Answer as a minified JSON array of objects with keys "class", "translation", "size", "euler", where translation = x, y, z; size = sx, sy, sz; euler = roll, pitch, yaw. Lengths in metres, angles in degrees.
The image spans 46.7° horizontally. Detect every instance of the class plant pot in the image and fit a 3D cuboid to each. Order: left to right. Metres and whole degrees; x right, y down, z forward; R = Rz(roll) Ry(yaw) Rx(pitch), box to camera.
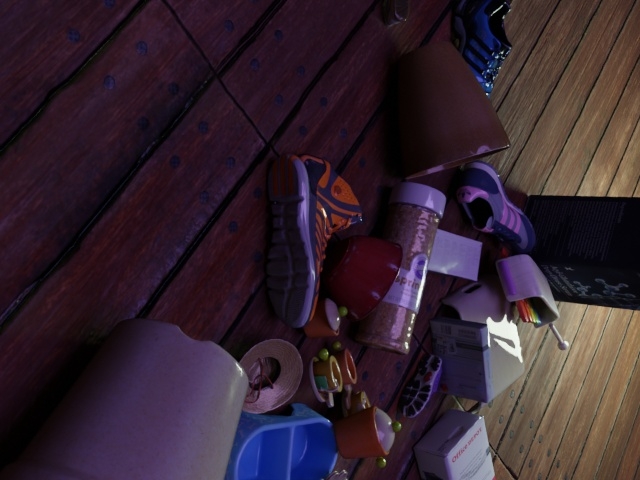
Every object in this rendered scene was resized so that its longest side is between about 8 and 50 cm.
[{"class":"plant pot","translation":[-0.254,0.291,1.039],"size":[0.334,0.334,0.305],"euler":[50,48,-37]},{"class":"plant pot","translation":[0.260,-0.286,1.600],"size":[0.237,0.237,0.254],"euler":[-15,88,-45]}]

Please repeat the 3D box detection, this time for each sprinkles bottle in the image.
[{"class":"sprinkles bottle","translation":[0.171,0.059,1.583],"size":[0.121,0.121,0.355],"euler":[26,75,-45]}]

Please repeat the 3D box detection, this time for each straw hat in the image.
[{"class":"straw hat","translation":[-0.109,0.237,1.344],"size":[0.144,0.061,0.144],"euler":[-7,104,-29]}]

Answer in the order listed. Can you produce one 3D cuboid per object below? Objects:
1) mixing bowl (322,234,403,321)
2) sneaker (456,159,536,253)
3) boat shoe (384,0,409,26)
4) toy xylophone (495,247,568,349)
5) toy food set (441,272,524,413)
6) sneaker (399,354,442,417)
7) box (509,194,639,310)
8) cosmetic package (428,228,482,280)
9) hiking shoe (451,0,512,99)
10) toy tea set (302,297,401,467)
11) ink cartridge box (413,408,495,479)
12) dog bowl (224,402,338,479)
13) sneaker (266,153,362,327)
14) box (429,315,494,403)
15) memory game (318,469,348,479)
[{"class":"mixing bowl","translation":[0.068,0.058,1.458],"size":[0.098,0.181,0.181],"euler":[33,67,-17]},{"class":"sneaker","translation":[0.430,-0.048,1.856],"size":[0.319,0.112,0.131],"euler":[47,55,-28]},{"class":"boat shoe","translation":[0.164,-0.536,1.589],"size":[0.056,0.048,0.153],"euler":[9,79,-34]},{"class":"toy xylophone","translation":[0.555,0.159,1.933],"size":[0.322,0.081,0.236],"euler":[42,32,-49]},{"class":"toy food set","translation":[0.405,0.259,1.884],"size":[0.219,0.092,0.306],"euler":[-21,100,-44]},{"class":"sneaker","translation":[0.246,0.348,1.726],"size":[0.170,0.068,0.071],"euler":[-52,133,-31]},{"class":"box","translation":[0.777,0.037,2.022],"size":[0.293,0.395,0.212],"euler":[37,67,-41]},{"class":"cosmetic package","translation":[0.291,0.031,1.750],"size":[0.239,0.060,0.099],"euler":[14,85,-47]},{"class":"hiking shoe","translation":[0.386,-0.429,1.760],"size":[0.113,0.132,0.304],"euler":[-14,104,-45]},{"class":"toy tea set","translation":[0.066,0.268,1.436],"size":[0.200,0.124,0.336],"euler":[-80,151,-63]},{"class":"ink cartridge box","translation":[0.333,0.558,1.808],"size":[0.172,0.100,0.237],"euler":[-34,118,-40]},{"class":"dog bowl","translation":[-0.080,0.398,1.378],"size":[0.297,0.074,0.166],"euler":[6,89,-46]},{"class":"sneaker","translation":[0.000,0.000,1.394],"size":[0.180,0.124,0.321],"euler":[0,93,-46]},{"class":"box","translation":[0.334,0.280,1.755],"size":[0.038,0.145,0.186],"euler":[-18,106,-43]},{"class":"memory game","translation":[-0.015,0.515,1.438],"size":[0.186,0.012,0.186],"euler":[-34,147,-26]}]
